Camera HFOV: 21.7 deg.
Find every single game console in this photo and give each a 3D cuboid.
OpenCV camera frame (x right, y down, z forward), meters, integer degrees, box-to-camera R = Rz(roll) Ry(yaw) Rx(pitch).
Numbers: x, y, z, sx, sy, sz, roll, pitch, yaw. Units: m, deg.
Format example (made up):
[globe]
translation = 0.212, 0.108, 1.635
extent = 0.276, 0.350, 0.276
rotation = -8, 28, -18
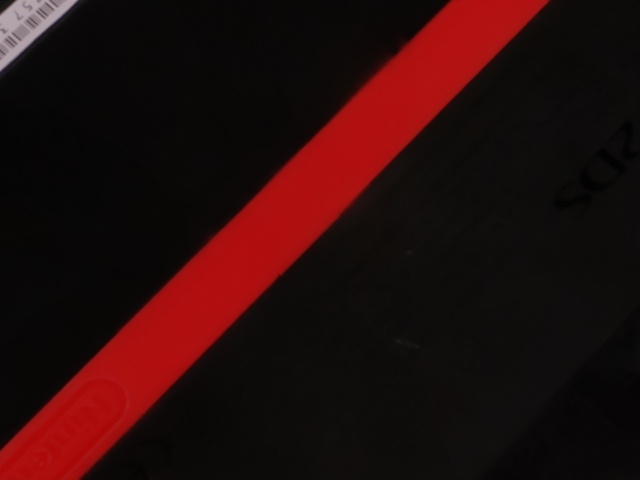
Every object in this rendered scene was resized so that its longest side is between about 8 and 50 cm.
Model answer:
[game console]
translation = 0.000, 0.000, 0.645
extent = 0.342, 0.060, 0.386
rotation = 41, 75, 12
